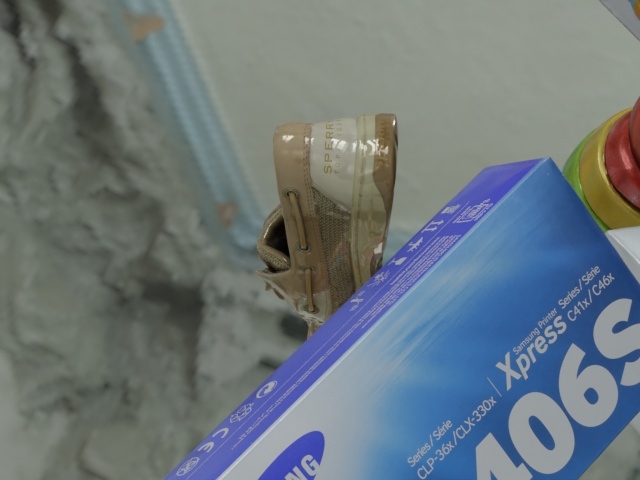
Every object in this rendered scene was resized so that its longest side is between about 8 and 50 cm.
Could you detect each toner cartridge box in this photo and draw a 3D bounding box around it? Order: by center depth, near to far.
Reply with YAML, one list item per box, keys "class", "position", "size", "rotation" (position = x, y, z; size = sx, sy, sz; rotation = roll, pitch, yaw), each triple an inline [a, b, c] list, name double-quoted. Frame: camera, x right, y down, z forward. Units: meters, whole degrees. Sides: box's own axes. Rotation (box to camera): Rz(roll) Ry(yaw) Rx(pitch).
- class: "toner cartridge box"
  position: [0.053, 0.121, 1.160]
  size: [0.165, 0.348, 0.075]
  rotation: [52, -23, -14]

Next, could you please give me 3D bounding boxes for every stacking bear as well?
- class: "stacking bear"
  position: [0.308, -0.051, 1.799]
  size: [0.175, 0.164, 0.289]
  rotation: [-9, -24, -17]

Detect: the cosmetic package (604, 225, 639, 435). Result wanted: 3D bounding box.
- class: "cosmetic package"
  position: [0.295, 0.104, 1.549]
  size: [0.231, 0.085, 0.117]
  rotation: [46, -55, 30]

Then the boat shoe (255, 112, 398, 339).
- class: "boat shoe"
  position: [0.000, 0.000, 1.689]
  size: [0.110, 0.122, 0.341]
  rotation: [3, -35, -2]

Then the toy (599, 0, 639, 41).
- class: "toy"
  position: [0.227, -0.185, 1.189]
  size: [0.237, 0.056, 0.137]
  rotation: [46, -42, 17]
